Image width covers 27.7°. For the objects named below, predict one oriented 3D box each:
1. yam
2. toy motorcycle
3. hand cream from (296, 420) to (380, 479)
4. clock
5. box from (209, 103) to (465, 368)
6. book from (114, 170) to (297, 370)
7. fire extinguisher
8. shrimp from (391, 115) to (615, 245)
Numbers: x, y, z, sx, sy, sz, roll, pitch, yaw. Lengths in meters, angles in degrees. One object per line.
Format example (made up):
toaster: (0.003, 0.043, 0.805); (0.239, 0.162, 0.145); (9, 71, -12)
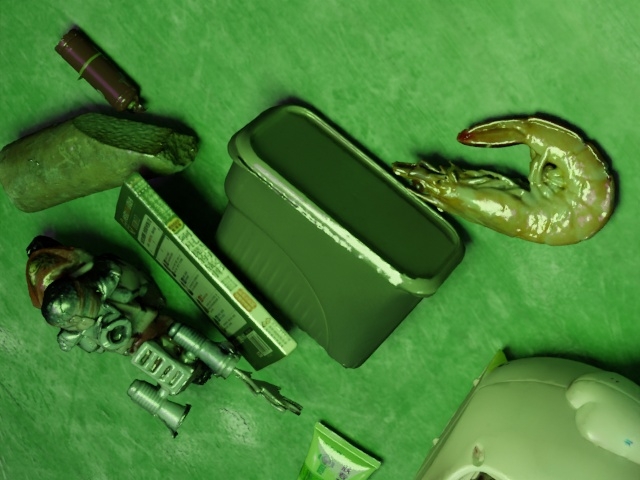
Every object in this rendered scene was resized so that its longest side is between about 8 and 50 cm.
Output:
yam: (-0.269, -0.101, 1.536); (0.259, 0.106, 0.106); (-15, 106, 33)
toy motorcycle: (-0.210, 0.122, 1.564); (0.401, 0.207, 0.134); (38, 93, 4)
hand cream: (0.003, 0.317, 1.633); (0.095, 0.046, 0.175); (32, 123, 13)
clock: (0.272, 0.325, 1.372); (0.376, 0.250, 0.368); (34, 125, 9)
box: (0.000, 0.000, 1.430); (0.274, 0.138, 0.178); (39, 132, 8)
book: (-0.140, 0.043, 1.513); (0.264, 0.027, 0.202); (47, 165, 0)
fire extinguisher: (-0.254, -0.190, 1.523); (0.132, 0.039, 0.056); (44, 158, 1)
shrimp: (0.189, -0.068, 1.343); (0.236, 0.053, 0.133); (14, 122, 17)
